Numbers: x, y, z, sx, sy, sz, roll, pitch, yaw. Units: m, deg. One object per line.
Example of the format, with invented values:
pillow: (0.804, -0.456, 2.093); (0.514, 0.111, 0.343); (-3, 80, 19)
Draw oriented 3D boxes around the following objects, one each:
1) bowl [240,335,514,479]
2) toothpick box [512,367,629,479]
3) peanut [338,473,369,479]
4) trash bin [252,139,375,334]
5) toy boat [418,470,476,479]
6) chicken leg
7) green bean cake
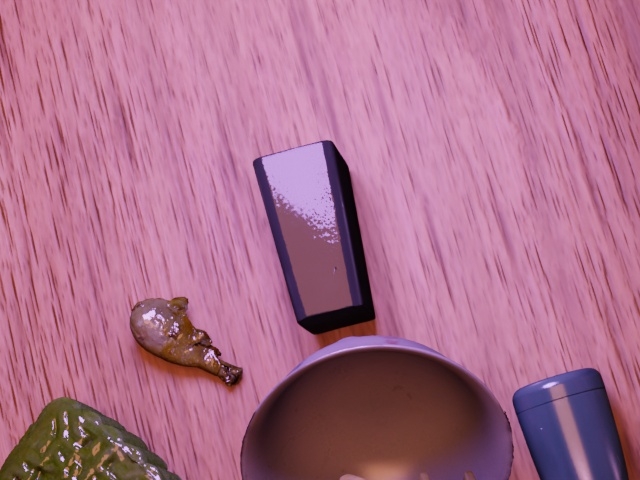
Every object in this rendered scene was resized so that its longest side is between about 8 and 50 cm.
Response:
bowl: (0.067, 0.236, 1.842); (0.345, 0.346, 0.157); (-16, 30, 6)
toothpick box: (0.326, 0.265, 1.835); (0.120, 0.120, 0.184); (-17, 77, 6)
peanut: (0.027, 0.434, 1.784); (0.147, 0.147, 0.319); (25, 120, 15)
trash bin: (0.000, 0.000, 1.936); (0.115, 0.165, 0.226); (-15, 77, 6)
toy boat: (0.147, 0.510, 1.774); (0.135, 0.162, 0.446); (3, 96, -17)
chicken leg: (-0.182, 0.138, 1.989); (0.178, 0.070, 0.093); (34, 79, 9)
green bean cake: (-0.330, 0.359, 1.917); (0.222, 0.125, 0.248); (34, 86, 23)
